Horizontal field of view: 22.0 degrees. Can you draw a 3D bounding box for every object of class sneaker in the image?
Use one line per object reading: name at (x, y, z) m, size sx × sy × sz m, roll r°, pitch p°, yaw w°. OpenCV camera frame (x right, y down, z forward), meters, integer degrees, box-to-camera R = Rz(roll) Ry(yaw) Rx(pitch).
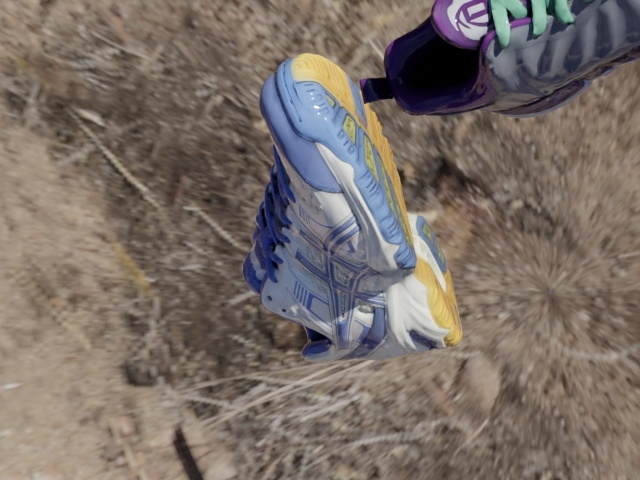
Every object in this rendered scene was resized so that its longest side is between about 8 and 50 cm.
sneaker at (0.000, 0.000, 1.106) m, size 0.131 × 0.296 × 0.112 m, roll -15°, pitch 49°, yaw 11°
sneaker at (0.108, -0.104, 0.682) m, size 0.098 × 0.224 × 0.083 m, roll -15°, pitch 75°, yaw -35°
